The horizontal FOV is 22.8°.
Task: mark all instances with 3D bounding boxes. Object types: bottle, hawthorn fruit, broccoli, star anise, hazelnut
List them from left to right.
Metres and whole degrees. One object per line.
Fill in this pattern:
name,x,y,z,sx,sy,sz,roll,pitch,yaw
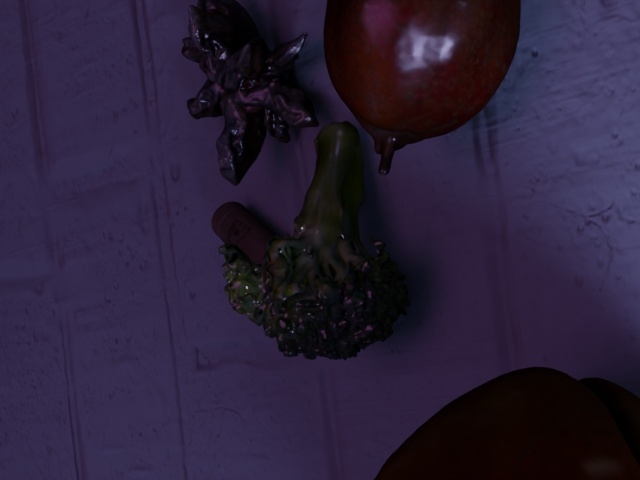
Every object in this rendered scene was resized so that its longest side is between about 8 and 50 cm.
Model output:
star anise,-0.102,-0.204,1.959,0.283,0.129,0.212,48,146,44
bottle,-0.084,0.002,1.999,0.140,0.053,0.053,42,125,44
broccoli,-0.017,0.010,1.808,0.177,0.199,0.274,58,-166,-62
hawthorn fruit,0.091,-0.189,1.619,0.208,0.208,0.248,33,110,47
hazelnut,0.175,0.337,1.420,0.402,0.402,0.429,44,138,42
